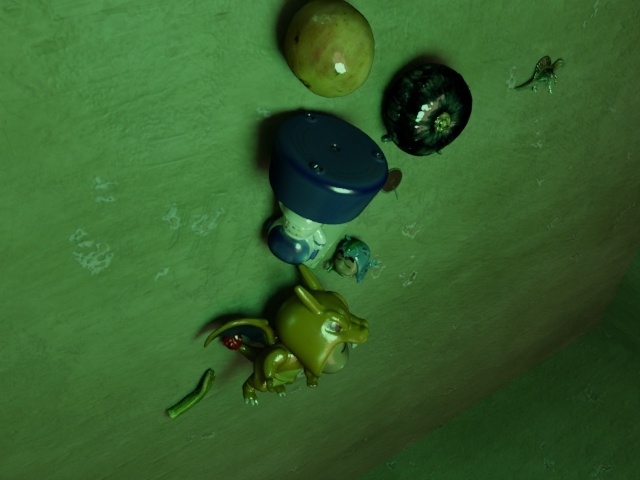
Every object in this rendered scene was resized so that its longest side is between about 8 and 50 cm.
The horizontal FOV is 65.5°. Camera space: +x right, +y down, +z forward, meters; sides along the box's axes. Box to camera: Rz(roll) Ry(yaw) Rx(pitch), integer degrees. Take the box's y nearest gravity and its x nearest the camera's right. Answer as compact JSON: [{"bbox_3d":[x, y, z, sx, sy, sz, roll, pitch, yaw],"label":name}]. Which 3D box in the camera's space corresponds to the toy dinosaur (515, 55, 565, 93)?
[{"bbox_3d":[0.677,-0.507,1.518,0.187,0.044,0.106,-3,114,-20],"label":"toy dinosaur"}]

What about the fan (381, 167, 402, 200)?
[{"bbox_3d":[0.219,-0.163,1.489,0.085,0.005,0.133,-38,138,-4],"label":"fan"}]

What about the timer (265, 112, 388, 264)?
[{"bbox_3d":[-0.028,-0.082,1.221,0.270,0.270,0.384,-8,142,-32],"label":"timer"}]

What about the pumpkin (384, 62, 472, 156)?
[{"bbox_3d":[0.272,-0.329,1.269,0.233,0.163,0.233,-18,130,-22],"label":"pumpkin"}]

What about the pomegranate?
[{"bbox_3d":[0.021,-0.391,1.013,0.191,0.191,0.191,-20,135,-22],"label":"pomegranate"}]

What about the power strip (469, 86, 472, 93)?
[{"bbox_3d":[0.402,-0.396,1.410,0.017,0.027,0.083,8,118,-40],"label":"power strip"}]

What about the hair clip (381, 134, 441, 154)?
[{"bbox_3d":[0.266,-0.287,1.402,0.229,0.039,0.070,1,124,-32],"label":"hair clip"}]

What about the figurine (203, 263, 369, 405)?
[{"bbox_3d":[-0.092,0.291,1.438,0.400,0.268,0.387,23,118,-42],"label":"figurine"}]

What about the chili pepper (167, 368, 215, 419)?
[{"bbox_3d":[-0.395,0.485,1.559,0.201,0.050,0.052,-44,175,1],"label":"chili pepper"}]

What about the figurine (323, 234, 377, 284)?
[{"bbox_3d":[0.092,0.078,1.534,0.144,0.114,0.178,-32,146,-8],"label":"figurine"}]

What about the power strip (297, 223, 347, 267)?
[{"bbox_3d":[0.000,0.000,1.443,0.081,0.035,0.192,23,110,-46],"label":"power strip"}]
